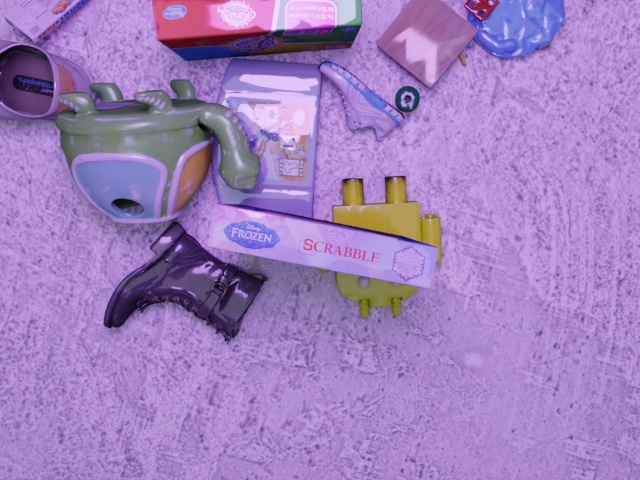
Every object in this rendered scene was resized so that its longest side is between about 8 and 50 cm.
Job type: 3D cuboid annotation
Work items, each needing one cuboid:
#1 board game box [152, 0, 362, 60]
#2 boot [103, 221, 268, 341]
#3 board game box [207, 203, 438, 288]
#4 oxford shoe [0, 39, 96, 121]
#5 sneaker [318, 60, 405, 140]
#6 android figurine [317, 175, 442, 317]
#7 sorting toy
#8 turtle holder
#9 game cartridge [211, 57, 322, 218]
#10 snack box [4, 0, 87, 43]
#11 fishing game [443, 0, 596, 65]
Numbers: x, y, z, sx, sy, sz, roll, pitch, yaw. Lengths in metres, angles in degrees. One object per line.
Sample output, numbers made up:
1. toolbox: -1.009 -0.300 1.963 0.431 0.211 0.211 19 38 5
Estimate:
1. board game box: -0.098 -0.364 1.069 0.317 0.242 0.064 -5 99 0
2. boot: -0.255 0.116 1.195 0.229 0.091 0.263 39 92 -5
3. board game box: 0.000 0.000 1.022 0.318 0.318 0.065 11 93 -3
4. oxford shoe: -0.637 -0.294 1.120 0.449 0.130 0.169 6 98 -1
5. sneaker: 0.064 -0.252 1.164 0.191 0.071 0.083 36 107 -18
6. android figurine: 0.109 0.013 1.212 0.248 0.056 0.272 -2 95 -2
7. sorting toy: 0.201 -0.378 1.165 0.132 0.046 0.274 40 97 3
8. turtle holder: -0.284 -0.158 1.104 0.320 0.243 0.227 -9 110 -19
9. game cartridge: -0.103 -0.186 1.184 0.198 0.062 0.297 3 97 -6
10. snack box: -0.470 -0.428 1.121 0.064 0.022 0.178 39 68 -3
11. fishing game: 0.364 -0.435 1.174 0.264 0.041 0.189 -28 95 11
